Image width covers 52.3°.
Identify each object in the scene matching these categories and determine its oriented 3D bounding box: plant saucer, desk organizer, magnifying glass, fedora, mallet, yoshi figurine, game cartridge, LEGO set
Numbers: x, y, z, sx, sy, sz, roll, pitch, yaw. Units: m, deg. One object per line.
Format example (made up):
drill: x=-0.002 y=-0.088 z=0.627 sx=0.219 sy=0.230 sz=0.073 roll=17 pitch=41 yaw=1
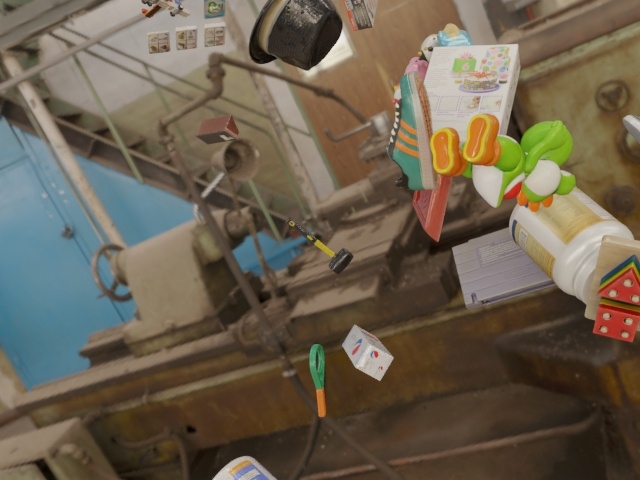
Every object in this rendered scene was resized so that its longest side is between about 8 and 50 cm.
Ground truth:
plant saucer: x=0.340 y=-0.164 z=2.012 sx=0.048 sy=0.258 sz=0.259 roll=5 pitch=26 yaw=-5
desk organizer: x=-0.268 y=-0.292 z=1.720 sx=0.130 sy=0.047 sz=0.050 roll=1 pitch=66 yaw=44
magnifying glass: x=-0.005 y=0.433 z=2.017 sx=0.026 sy=0.231 sz=0.092 roll=-4 pitch=11 yaw=18
fedora: x=-0.044 y=-0.567 z=1.759 sx=0.334 sy=0.152 sz=0.334 roll=-44 pitch=-7 yaw=-7
mallet: x=0.000 y=0.000 z=1.578 sx=0.062 sy=0.189 sz=0.039 roll=-43 pitch=15 yaw=9
yoshi figurine: x=0.419 y=-0.197 z=1.405 sx=0.203 sy=0.362 sz=0.203 roll=-58 pitch=41 yaw=28
game cartridge: x=0.599 y=0.062 z=2.007 sx=0.355 sy=0.068 sz=0.230 roll=-19 pitch=47 yaw=18
LEGO set: x=-0.301 y=-0.509 z=1.437 sx=0.182 sy=0.060 sz=0.244 roll=-11 pitch=-16 yaw=-13

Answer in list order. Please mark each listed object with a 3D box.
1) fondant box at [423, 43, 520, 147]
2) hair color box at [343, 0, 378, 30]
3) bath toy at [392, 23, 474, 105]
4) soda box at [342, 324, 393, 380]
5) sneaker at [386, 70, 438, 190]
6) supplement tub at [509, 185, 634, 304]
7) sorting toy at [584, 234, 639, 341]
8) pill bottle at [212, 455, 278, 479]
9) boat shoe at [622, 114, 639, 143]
fondant box: x=0.395 y=-0.378 z=1.775 sx=0.238 sy=0.096 sz=0.330 roll=6 pitch=65 yaw=26
hair color box: x=0.102 y=-0.602 z=1.591 sx=0.053 sy=0.093 sz=0.167 roll=-6 pitch=49 yaw=21
bath toy: x=0.331 y=-0.527 z=2.055 sx=0.129 sy=0.151 sz=0.348 roll=-23 pitch=-11 yaw=-31
soda box: x=0.116 y=0.280 z=1.651 sx=0.069 sy=0.074 sz=0.216 roll=-60 pitch=8 yaw=2
sneaker: x=0.213 y=-0.261 z=1.610 sx=0.121 sy=0.302 sz=0.108 roll=-2 pitch=24 yaw=22
supplement tub: x=0.682 y=0.005 z=1.746 sx=0.228 sy=0.228 sz=0.316 roll=-27 pitch=42 yaw=-3
sorting toy: x=0.749 y=0.135 z=1.478 sx=0.257 sy=0.255 sz=0.089 roll=13 pitch=44 yaw=23
pill bottle: x=-0.098 y=0.572 z=1.302 sx=0.272 sy=0.152 sz=0.152 roll=31 pitch=51 yaw=34
boat shoe: x=0.542 y=-0.159 z=1.031 sx=0.040 sy=0.049 sz=0.142 roll=-40 pitch=54 yaw=7
